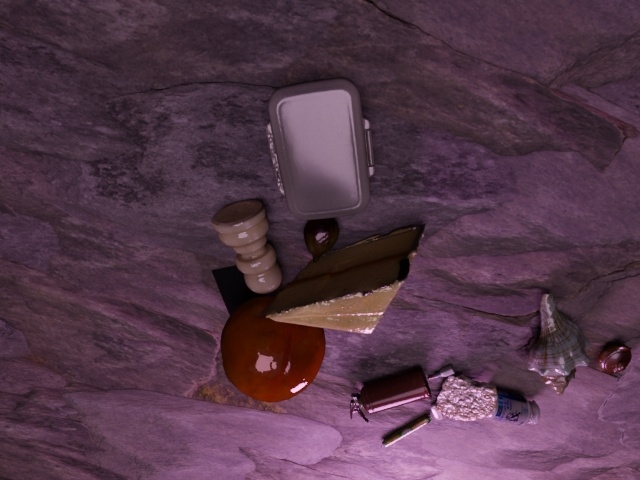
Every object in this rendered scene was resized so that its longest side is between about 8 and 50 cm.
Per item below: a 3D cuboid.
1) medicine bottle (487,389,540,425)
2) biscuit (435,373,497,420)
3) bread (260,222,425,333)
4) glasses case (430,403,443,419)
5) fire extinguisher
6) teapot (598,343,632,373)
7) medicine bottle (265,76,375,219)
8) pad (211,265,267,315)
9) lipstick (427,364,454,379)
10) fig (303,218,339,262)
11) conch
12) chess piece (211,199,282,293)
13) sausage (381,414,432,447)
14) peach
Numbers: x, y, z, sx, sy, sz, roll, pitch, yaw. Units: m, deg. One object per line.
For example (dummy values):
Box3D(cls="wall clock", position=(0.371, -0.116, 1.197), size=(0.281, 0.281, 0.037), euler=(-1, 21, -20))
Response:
Box3D(cls="medicine bottle", position=(0.712, 0.629, 1.517), size=(0.191, 0.107, 0.107), euler=(13, 116, -2))
Box3D(cls="biscuit", position=(0.534, 0.582, 1.506), size=(0.265, 0.040, 0.188), euler=(-32, 84, 36))
Box3D(cls="bread", position=(0.076, 0.083, 1.183), size=(0.404, 0.346, 0.242), euler=(14, 124, 5))
Box3D(cls="glasses case", position=(0.463, 0.683, 1.608), size=(0.032, 0.021, 0.083), euler=(-20, 113, 15))
Box3D(cls="fire extinguisher", position=(0.251, 0.603, 1.532), size=(0.336, 0.106, 0.147), euler=(-23, 101, 15))
Box3D(cls="teapot", position=(1.032, 0.413, 1.405), size=(0.098, 0.078, 0.129), euler=(11, 116, -2))
Box3D(cls="medicine bottle", position=(0.005, -0.246, 1.124), size=(0.282, 0.123, 0.376), euler=(-6, 115, 8))
Box3D(cls="pad", position=(-0.269, 0.192, 1.425), size=(0.163, 0.004, 0.243), euler=(-11, 115, 9))
Box3D(cls="lipstick", position=(0.450, 0.501, 1.518), size=(0.107, 0.025, 0.025), euler=(-32, 110, 23))
Box3D(cls="fig", position=(0.000, 0.000, 1.258), size=(0.109, 0.103, 0.155), euler=(12, 110, 22))
Box3D(cls="conch", position=(0.807, 0.362, 1.353), size=(0.203, 0.169, 0.387), euler=(-15, 119, -17))
Box3D(cls="chess piece", position=(-0.213, 0.039, 1.269), size=(0.166, 0.167, 0.300), euler=(-11, 119, 9))
Box3D(cls="sausage", position=(0.351, 0.786, 1.660), size=(0.269, 0.033, 0.033), euler=(-41, 107, 20))
Box3D(cls="peach", position=(-0.153, 0.335, 1.311), size=(0.342, 0.343, 0.302), euler=(26, 129, -9))
